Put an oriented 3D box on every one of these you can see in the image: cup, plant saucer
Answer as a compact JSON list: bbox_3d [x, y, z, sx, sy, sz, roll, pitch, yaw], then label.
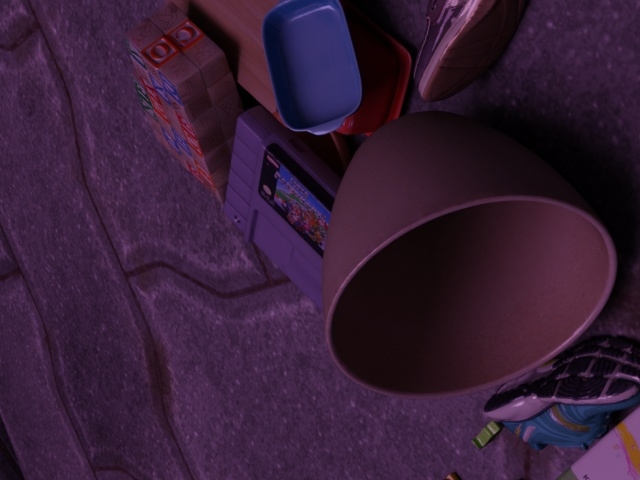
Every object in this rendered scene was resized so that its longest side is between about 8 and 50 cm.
[{"bbox_3d":[0.140,-0.012,1.469,0.331,0.331,0.237,105,156,-44],"label":"cup"},{"bbox_3d":[-0.017,-0.119,1.818,0.200,0.037,0.200,33,136,39],"label":"plant saucer"}]

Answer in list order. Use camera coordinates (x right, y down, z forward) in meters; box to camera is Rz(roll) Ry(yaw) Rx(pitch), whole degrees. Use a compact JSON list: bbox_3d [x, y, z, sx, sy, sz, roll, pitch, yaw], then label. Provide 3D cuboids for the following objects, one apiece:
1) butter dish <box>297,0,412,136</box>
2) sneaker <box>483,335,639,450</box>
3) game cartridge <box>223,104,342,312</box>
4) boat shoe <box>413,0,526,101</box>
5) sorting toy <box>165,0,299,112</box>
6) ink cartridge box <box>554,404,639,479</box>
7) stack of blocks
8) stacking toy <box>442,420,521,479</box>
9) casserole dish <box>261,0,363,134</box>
[{"bbox_3d":[0.021,-0.203,1.638,0.160,0.118,0.160,45,142,28],"label":"butter dish"},{"bbox_3d":[0.313,0.193,1.542,0.110,0.107,0.275,46,152,-7],"label":"sneaker"},{"bbox_3d":[0.000,0.000,1.752,0.355,0.068,0.230,45,153,21],"label":"game cartridge"},{"bbox_3d":[0.169,-0.278,1.412,0.092,0.103,0.285,53,141,26],"label":"boat shoe"},{"bbox_3d":[-0.089,-0.351,1.719,0.257,0.089,0.255,44,142,27],"label":"sorting toy"},{"bbox_3d":[0.418,0.251,1.368,0.207,0.119,0.353,52,139,18],"label":"ink cartridge box"},{"bbox_3d":[-0.191,-0.204,1.854,0.171,0.087,0.297,44,165,28],"label":"stack of blocks"},{"bbox_3d":[0.241,0.368,1.769,0.167,0.052,0.221,51,143,19],"label":"stacking toy"},{"bbox_3d":[-0.006,-0.218,1.574,0.114,0.037,0.188,-18,77,20],"label":"casserole dish"}]
